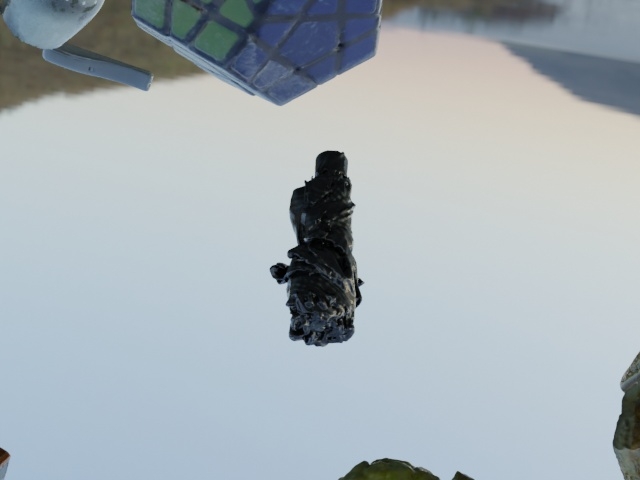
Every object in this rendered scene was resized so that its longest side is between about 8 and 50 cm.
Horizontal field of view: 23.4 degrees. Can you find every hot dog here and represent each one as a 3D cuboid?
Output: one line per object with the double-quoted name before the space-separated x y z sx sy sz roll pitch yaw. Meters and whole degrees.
"hot dog" 0.394 0.145 1.848 0.028 0.137 0.044 26 -132 -2

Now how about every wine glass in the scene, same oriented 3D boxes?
"wine glass" -0.320 -0.358 2.008 0.126 0.126 0.241 1 147 -43

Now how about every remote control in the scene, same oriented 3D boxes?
"remote control" -0.364 -0.282 2.517 0.184 0.027 0.050 18 149 -6

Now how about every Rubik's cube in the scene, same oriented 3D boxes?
"Rubik's cube" -0.063 -0.304 1.656 0.319 0.319 0.264 2 -130 -42

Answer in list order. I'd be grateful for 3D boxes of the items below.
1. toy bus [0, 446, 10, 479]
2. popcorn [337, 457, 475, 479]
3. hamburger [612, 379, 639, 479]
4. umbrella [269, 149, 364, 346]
"toy bus" -0.488 0.342 1.756 0.093 0.092 0.409 26 -156 7
"popcorn" 0.086 0.368 1.798 0.206 0.251 0.237 41 -147 -11
"hamburger" 0.421 0.247 1.704 0.135 0.207 0.155 -11 -151 32
"umbrella" -0.006 -0.005 2.295 0.128 0.336 0.154 -11 149 17
